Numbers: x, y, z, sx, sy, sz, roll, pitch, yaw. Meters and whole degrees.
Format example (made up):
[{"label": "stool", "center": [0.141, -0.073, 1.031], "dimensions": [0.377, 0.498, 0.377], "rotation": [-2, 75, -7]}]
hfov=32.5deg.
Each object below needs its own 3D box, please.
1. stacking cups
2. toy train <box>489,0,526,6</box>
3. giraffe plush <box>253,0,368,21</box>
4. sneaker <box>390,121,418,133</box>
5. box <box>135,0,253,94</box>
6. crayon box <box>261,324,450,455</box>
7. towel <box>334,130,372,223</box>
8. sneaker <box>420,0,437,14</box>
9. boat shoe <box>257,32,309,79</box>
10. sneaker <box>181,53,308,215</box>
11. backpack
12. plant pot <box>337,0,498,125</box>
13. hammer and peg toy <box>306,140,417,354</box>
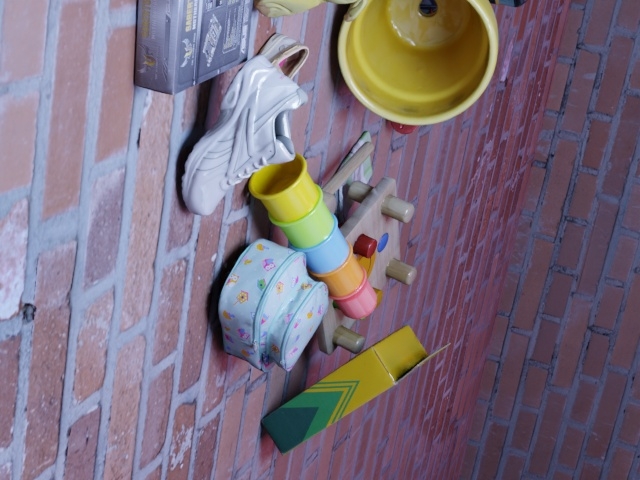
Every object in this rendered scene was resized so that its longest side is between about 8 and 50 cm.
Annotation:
[{"label": "stacking cups", "center": [0.000, 0.000, 1.712], "dimensions": [0.096, 0.096, 0.316], "rotation": [-62, 139, -28]}, {"label": "toy train", "center": [0.301, -0.562, 2.042], "dimensions": [0.334, 0.190, 0.142], "rotation": [59, 51, -64]}, {"label": "giraffe plush", "center": [0.000, -0.403, 1.442], "dimensions": [0.181, 0.210, 0.170], "rotation": [135, -44, -65]}, {"label": "sneaker", "center": [0.206, -0.302, 2.159], "dimensions": [0.221, 0.087, 0.128], "rotation": [-70, 159, -4]}, {"label": "box", "center": [-0.140, -0.303, 1.284], "dimensions": [0.183, 0.056, 0.231], "rotation": [-40, 143, -56]}, {"label": "crayon box", "center": [0.067, 0.257, 1.995], "dimensions": [0.319, 0.081, 0.202], "rotation": [-36, 173, 22]}, {"label": "towel", "center": [0.061, -0.115, 2.020], "dimensions": [0.113, 0.023, 0.152], "rotation": [87, 28, -46]}, {"label": "sneaker", "center": [0.230, -0.376, 2.020], "dimensions": [0.104, 0.125, 0.261], "rotation": [-3, 92, -42]}, {"label": "boat shoe", "center": [-0.069, -0.224, 1.531], "dimensions": [0.170, 0.059, 0.063], "rotation": [-61, 157, -30]}, {"label": "sneaker", "center": [-0.096, -0.116, 1.423], "dimensions": [0.232, 0.115, 0.090], "rotation": [-60, 172, 22]}, {"label": "backpack", "center": [-0.074, 0.095, 1.666], "dimensions": [0.166, 0.144, 0.188], "rotation": [-55, 151, -28]}, {"label": "plant pot", "center": [0.170, -0.353, 1.828], "dimensions": [0.239, 0.254, 0.253], "rotation": [-72, 168, -58]}, {"label": "hammer and peg toy", "center": [0.066, 0.010, 1.934], "dimensions": [0.266, 0.127, 0.361], "rotation": [-49, 151, -30]}]
